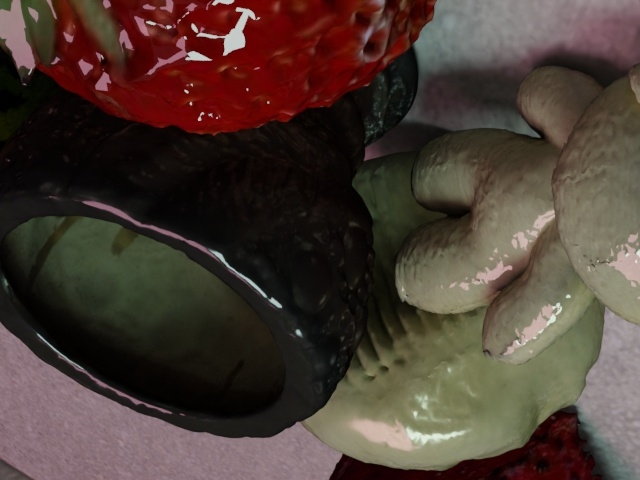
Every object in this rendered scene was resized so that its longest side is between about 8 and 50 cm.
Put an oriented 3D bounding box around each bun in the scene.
[{"bbox_3d":[0.084,0.063,1.406,0.259,0.259,0.160,15,153,38],"label":"bun"}]

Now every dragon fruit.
[{"bbox_3d":[0.146,0.231,1.790,0.302,0.240,0.330,33,-174,-30],"label":"dragon fruit"}]

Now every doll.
[{"bbox_3d":[0.160,-0.023,1.234,0.278,0.149,0.175,-3,104,50],"label":"doll"}]

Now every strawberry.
[{"bbox_3d":[-0.055,-0.206,1.069,0.291,0.310,0.292,21,125,33],"label":"strawberry"}]

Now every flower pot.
[{"bbox_3d":[-0.066,-0.046,1.305,0.266,0.267,0.266,18,148,12],"label":"flower pot"}]

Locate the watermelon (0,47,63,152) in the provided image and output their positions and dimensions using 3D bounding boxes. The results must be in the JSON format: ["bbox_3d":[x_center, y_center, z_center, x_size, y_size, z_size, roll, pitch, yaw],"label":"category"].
[{"bbox_3d":[-0.276,-0.136,1.433,0.285,0.285,0.285,28,157,13],"label":"watermelon"}]
